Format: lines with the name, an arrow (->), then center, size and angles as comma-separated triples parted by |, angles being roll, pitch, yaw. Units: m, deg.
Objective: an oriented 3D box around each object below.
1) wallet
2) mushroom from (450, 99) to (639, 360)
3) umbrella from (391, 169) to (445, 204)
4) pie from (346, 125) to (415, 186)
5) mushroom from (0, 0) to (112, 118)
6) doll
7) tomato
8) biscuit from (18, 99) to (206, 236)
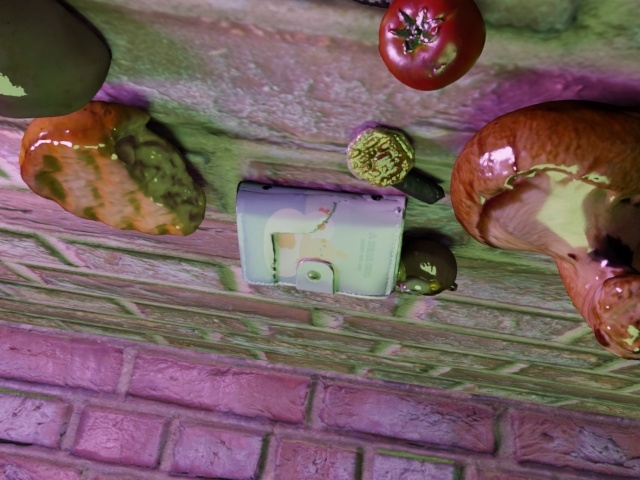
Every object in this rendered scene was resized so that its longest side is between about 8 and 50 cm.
wallet -> 0.000, 0.000, 0.831 | 0.250, 0.075, 0.176 | 6, 124, 6
mushroom -> 0.263, -0.030, 0.576 | 0.267, 0.254, 0.267 | 33, 164, 11
umbrella -> 0.108, -0.082, 0.707 | 0.133, 0.031, 0.036 | 21, 130, -27
pie -> 0.072, -0.100, 0.650 | 0.084, 0.020, 0.084 | 1, 128, 1
mushroom -> -0.319, -0.182, 0.539 | 0.188, 0.117, 0.141 | 17, 145, -9
doll -> 0.143, 0.043, 0.922 | 0.188, 0.096, 0.145 | 14, 152, 14
tomato -> 0.092, -0.166, 0.444 | 0.087, 0.087, 0.075 | -8, -169, 36
biscuit -> -0.288, -0.095, 0.746 | 0.213, 0.091, 0.274 | 3, 159, 6
